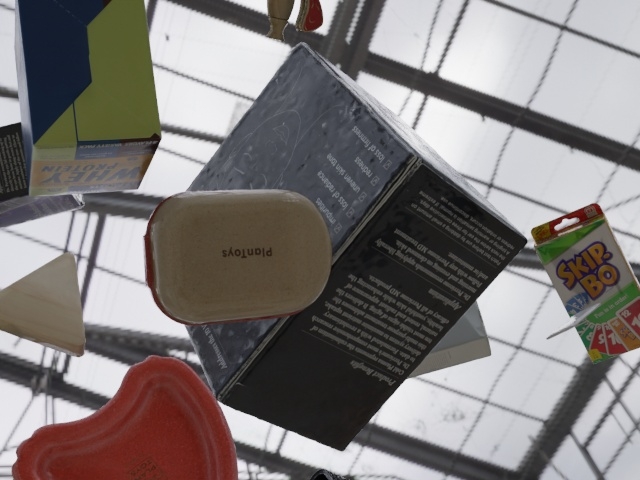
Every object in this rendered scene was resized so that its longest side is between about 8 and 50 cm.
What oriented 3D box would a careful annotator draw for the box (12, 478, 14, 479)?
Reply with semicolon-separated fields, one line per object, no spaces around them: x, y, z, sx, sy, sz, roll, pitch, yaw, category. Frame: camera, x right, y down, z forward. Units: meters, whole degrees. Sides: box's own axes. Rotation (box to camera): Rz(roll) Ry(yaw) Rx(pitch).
-0.415;0.395;1.419;0.109;0.178;0.042;35;-105;-1;box

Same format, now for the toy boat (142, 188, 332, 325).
-0.105;0.019;1.107;0.231;0.151;0.151;-3;-92;-27;toy boat

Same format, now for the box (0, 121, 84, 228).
-0.462;-0.086;1.345;0.207;0.108;0.153;-16;-8;-6;box

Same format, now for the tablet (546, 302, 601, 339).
0.355;0.113;1.320;0.083;0.006;0.054;-26;-8;-41;tablet

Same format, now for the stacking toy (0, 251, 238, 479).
-0.236;0.182;0.697;0.309;0.279;0.130;-24;-26;-27;stacking toy

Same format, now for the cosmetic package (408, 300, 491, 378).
0.226;0.204;1.938;0.231;0.117;0.085;-15;-38;7;cosmetic package

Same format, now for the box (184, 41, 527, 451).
0.000;0.000;1.591;0.297;0.480;0.471;32;-76;-37;box

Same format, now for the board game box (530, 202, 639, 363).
0.457;0.073;1.560;0.124;0.039;0.259;-25;-80;23;board game box

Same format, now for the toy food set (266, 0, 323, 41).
-0.008;-0.228;0.786;0.078;0.019;0.122;-12;-67;-43;toy food set

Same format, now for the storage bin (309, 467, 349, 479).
0.006;0.359;1.024;0.084;0.122;0.180;31;-89;-23;storage bin

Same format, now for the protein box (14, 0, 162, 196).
-0.275;-0.174;1.083;0.136;0.199;0.201;-5;-11;-19;protein box
